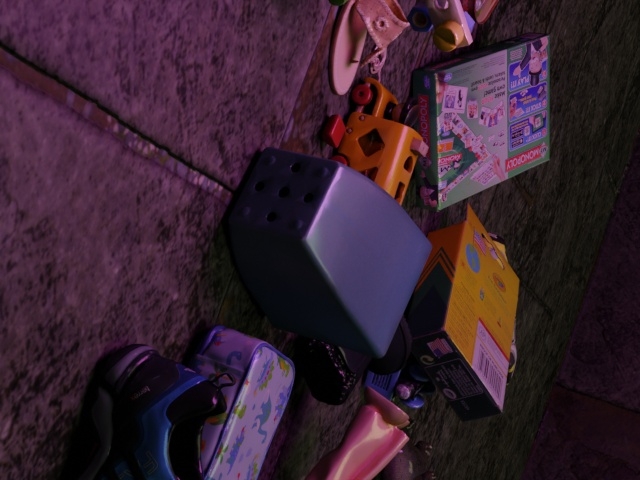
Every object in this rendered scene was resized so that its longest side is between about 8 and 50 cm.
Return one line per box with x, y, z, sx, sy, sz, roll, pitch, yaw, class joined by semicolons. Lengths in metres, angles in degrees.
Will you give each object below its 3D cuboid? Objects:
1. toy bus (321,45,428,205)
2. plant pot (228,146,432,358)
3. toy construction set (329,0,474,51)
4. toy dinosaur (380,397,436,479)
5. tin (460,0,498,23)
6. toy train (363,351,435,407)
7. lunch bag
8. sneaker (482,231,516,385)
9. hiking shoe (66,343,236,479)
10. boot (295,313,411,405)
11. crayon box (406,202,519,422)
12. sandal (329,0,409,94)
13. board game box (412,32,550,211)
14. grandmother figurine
0.087;-0.129;1.659;0.191;0.104;0.202;-51;150;-43;toy bus
0.000;0.000;1.481;0.166;0.165;0.234;-64;149;-20;plant pot
0.083;-0.374;1.309;0.151;0.215;0.328;-32;135;-59;toy construction set
0.144;0.405;2.191;0.160;0.121;0.314;-55;160;-67;toy dinosaur
0.265;-0.419;1.961;0.190;0.040;0.106;-57;150;-34;tin
0.150;0.206;2.068;0.184;0.105;0.080;-33;145;-57;toy train
-0.114;0.220;1.461;0.219;0.090;0.176;-68;157;-11;lunch bag
0.327;0.145;2.403;0.147;0.145;0.385;-57;155;-33;sneaker
-0.186;0.262;1.258;0.113;0.132;0.304;-5;111;-67;hiking shoe
0.047;0.162;1.800;0.207;0.094;0.247;-54;152;-38;boot
0.241;0.114;2.071;0.202;0.081;0.319;54;34;-27;crayon box
0.076;-0.288;1.544;0.088;0.079;0.240;-16;121;-65;sandal
0.258;-0.191;1.954;0.317;0.046;0.214;-23;119;-45;board game box
-0.006;0.363;1.729;0.342;0.104;0.208;-53;160;-8;grandmother figurine
